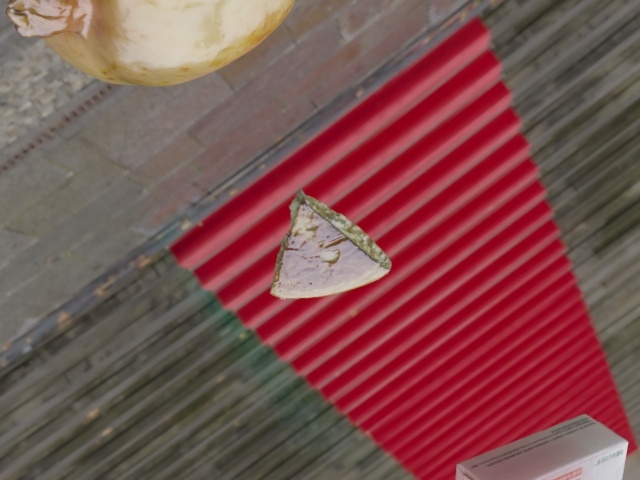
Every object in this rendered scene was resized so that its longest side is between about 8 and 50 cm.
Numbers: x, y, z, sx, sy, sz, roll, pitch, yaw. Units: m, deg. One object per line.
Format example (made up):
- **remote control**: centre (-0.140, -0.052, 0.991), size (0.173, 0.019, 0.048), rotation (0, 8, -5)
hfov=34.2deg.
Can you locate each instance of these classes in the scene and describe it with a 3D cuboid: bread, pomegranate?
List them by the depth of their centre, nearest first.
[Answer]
- **pomegranate**: centre (-0.114, -0.200, 0.713), size (0.207, 0.207, 0.207), rotation (-36, 173, -5)
- **bread**: centre (0.019, 0.015, 1.238), size (0.054, 0.136, 0.154), rotation (-77, -179, -52)

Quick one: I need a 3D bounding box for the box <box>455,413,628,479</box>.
- **box**: centre (0.151, 0.182, 0.724), size (0.125, 0.043, 0.089), rotation (-15, 118, -29)
